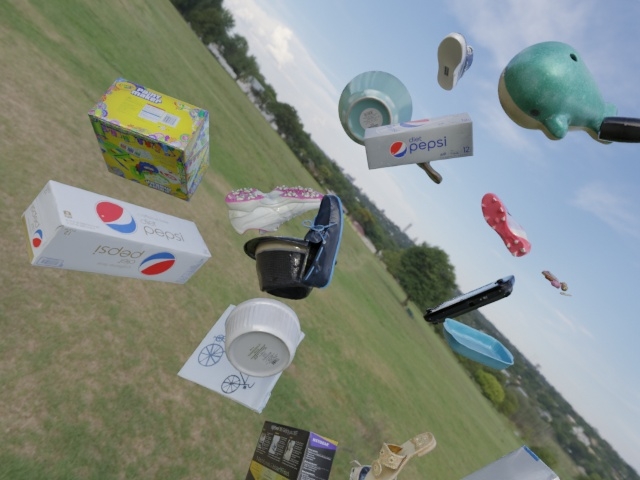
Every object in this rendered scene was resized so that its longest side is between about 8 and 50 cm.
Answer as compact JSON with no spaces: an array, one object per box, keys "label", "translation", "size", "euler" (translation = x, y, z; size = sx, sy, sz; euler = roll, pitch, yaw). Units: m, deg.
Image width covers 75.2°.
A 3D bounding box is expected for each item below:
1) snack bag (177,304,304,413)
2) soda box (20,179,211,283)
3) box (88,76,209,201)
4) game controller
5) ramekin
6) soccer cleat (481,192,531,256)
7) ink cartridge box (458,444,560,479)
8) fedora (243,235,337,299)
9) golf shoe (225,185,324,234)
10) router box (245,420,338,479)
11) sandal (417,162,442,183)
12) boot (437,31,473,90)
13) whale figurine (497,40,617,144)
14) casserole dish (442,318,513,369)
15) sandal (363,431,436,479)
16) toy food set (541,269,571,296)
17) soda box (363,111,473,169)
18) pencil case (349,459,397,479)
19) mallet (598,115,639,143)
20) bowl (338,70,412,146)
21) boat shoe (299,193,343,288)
[{"label":"snack bag","translation":[-0.259,0.386,1.425],"size":[0.342,0.323,0.037],"euler":[14,-43,23]},{"label":"soda box","translation":[-0.252,-0.001,0.540],"size":[0.074,0.069,0.216],"euler":[56,17,27]},{"label":"box","translation":[-0.527,-0.310,1.331],"size":[0.289,0.177,0.279],"euler":[21,-31,-3]},{"label":"game controller","translation":[0.504,0.198,1.416],"size":[0.067,0.319,0.166],"euler":[60,31,2]},{"label":"ramekin","translation":[-0.157,0.267,1.109],"size":[0.207,0.207,0.109],"euler":[47,18,-22]},{"label":"soccer cleat","translation":[0.641,-0.057,1.435],"size":[0.095,0.083,0.248],"euler":[-23,80,-44]},{"label":"ink cartridge box","translation":[0.385,0.536,0.737],"size":[0.233,0.168,0.171],"euler":[60,2,12]},{"label":"fedora","translation":[-0.113,0.104,1.358],"size":[0.334,0.334,0.153],"euler":[42,53,-53]},{"label":"golf shoe","translation":[-0.135,-0.092,1.280],"size":[0.115,0.306,0.140],"euler":[-121,-150,-62]},{"label":"router box","translation":[-0.093,0.585,1.008],"size":[0.081,0.243,0.309],"euler":[28,-27,-17]},{"label":"sandal","translation":[0.372,-0.294,1.489],"size":[0.219,0.060,0.090],"euler":[54,11,28]},{"label":"boot","translation":[0.334,-0.454,1.010],"size":[0.069,0.086,0.190],"euler":[40,-4,14]},{"label":"whale figurine","translation":[0.508,-0.301,0.850],"size":[0.272,0.216,0.141],"euler":[24,-26,-4]},{"label":"casserole dish","translation":[0.369,0.251,0.993],"size":[0.188,0.037,0.114],"euler":[24,19,-9]},{"label":"sandal","translation":[0.204,0.588,1.156],"size":[0.079,0.240,0.088],"euler":[63,-10,-8]},{"label":"toy food set","translation":[0.788,0.135,1.393],"size":[0.077,0.019,0.122],"euler":[11,33,-26]},{"label":"soda box","translation":[0.268,-0.274,1.149],"size":[0.091,0.286,0.098],"euler":[-75,155,-56]},{"label":"pencil case","translation":[0.139,0.980,1.399],"size":[0.183,0.160,0.410],"euler":[21,53,-3]},{"label":"mallet","translation":[0.501,-0.184,0.705],"size":[0.062,0.039,0.189],"euler":[14,17,25]},{"label":"bowl","translation":[0.203,-0.500,1.656],"size":[0.311,0.311,0.163],"euler":[48,32,-13]},{"label":"boat shoe","translation":[0.000,0.000,1.119],"size":[0.089,0.258,0.109],"euler":[9,-6,-26]}]
